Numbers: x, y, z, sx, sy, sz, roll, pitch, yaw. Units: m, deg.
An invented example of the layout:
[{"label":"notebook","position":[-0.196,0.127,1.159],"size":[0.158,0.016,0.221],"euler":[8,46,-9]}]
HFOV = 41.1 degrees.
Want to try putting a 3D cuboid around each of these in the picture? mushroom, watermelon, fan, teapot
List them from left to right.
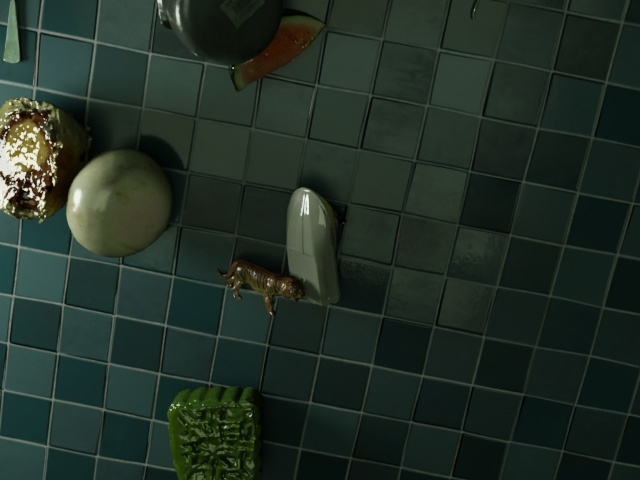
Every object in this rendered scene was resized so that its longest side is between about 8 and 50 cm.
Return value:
[{"label":"fan","position":[-0.676,-0.489,1.885],"size":[0.038,0.016,0.193],"euler":[7,105,-2]},{"label":"mushroom","position":[-0.446,-0.086,1.885],"size":[0.246,0.202,0.246],"euler":[-17,121,-30]},{"label":"teapot","position":[-0.215,-0.525,1.734],"size":[0.223,0.285,0.306],"euler":[13,103,-33]},{"label":"watermelon","position":[-0.111,-0.427,1.854],"size":[0.245,0.063,0.119],"euler":[-36,118,5]}]

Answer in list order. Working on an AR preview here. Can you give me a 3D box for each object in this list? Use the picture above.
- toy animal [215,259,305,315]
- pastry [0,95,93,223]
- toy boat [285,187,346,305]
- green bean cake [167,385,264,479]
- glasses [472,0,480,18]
[{"label":"toy animal","position":[-0.139,0.098,1.950],"size":[0.241,0.056,0.099],"euler":[24,115,24]},{"label":"pastry","position":[-0.617,-0.179,1.884],"size":[0.236,0.170,0.256],"euler":[25,100,30]},{"label":"toy boat","position":[-0.004,0.007,1.915],"size":[0.140,0.141,0.270],"euler":[5,108,2]},{"label":"green bean cake","position":[-0.244,0.478,2.043],"size":[0.222,0.125,0.248],"euler":[-2,104,3]},{"label":"glasses","position":[0.300,-0.586,1.792],"size":[0.239,0.102,0.207],"euler":[-36,127,9]}]
